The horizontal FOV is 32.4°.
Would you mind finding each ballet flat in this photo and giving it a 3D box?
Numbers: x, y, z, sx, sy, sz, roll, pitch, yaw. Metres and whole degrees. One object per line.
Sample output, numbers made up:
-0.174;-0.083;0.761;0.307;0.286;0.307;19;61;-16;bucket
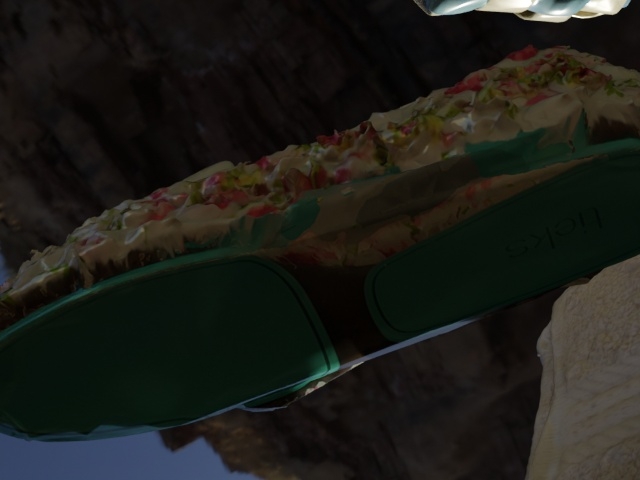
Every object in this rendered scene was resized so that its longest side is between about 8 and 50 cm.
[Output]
0.000;0.000;0.360;0.077;0.240;0.091;-105;-2;-50;ballet flat

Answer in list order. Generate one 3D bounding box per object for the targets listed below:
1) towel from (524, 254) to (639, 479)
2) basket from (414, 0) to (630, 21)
0.178;0.026;0.392;0.049;0.282;0.187;39;-141;-14;towel
0.092;-0.266;0.485;0.201;0.289;0.255;-11;-133;-26;basket
